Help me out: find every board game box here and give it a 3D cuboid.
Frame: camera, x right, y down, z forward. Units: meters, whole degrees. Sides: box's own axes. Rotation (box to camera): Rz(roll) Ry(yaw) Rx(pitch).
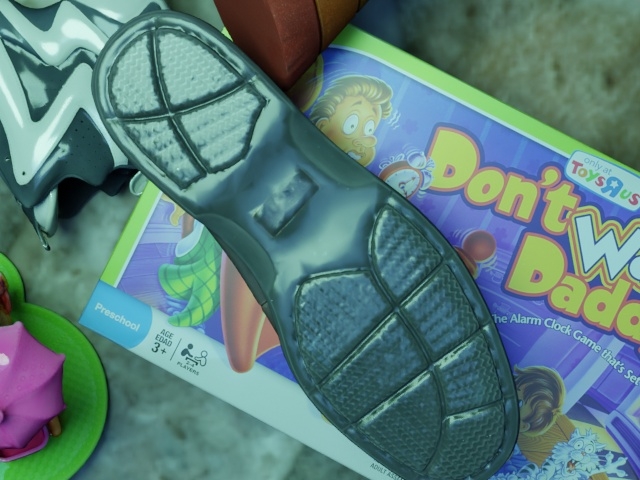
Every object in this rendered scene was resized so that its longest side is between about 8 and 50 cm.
[{"bbox_3d":[0.063,0.024,0.740,0.347,0.078,0.233,27,97,3],"label":"board game box"}]

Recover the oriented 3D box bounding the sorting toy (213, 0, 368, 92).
[{"bbox_3d":[-0.046,-0.267,0.657,0.126,0.127,0.366,-24,87,-10],"label":"sorting toy"}]

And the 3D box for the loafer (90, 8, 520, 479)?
[{"bbox_3d":[0.000,0.000,0.665,0.109,0.095,0.302,-40,93,6],"label":"loafer"}]

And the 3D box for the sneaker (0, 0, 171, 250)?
[{"bbox_3d":[-0.204,-0.070,0.752,0.234,0.094,0.153,-1,86,-4],"label":"sneaker"}]

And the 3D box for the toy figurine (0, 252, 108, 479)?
[{"bbox_3d":[-0.195,0.066,0.716,0.130,0.159,0.173,-19,81,-16],"label":"toy figurine"}]
